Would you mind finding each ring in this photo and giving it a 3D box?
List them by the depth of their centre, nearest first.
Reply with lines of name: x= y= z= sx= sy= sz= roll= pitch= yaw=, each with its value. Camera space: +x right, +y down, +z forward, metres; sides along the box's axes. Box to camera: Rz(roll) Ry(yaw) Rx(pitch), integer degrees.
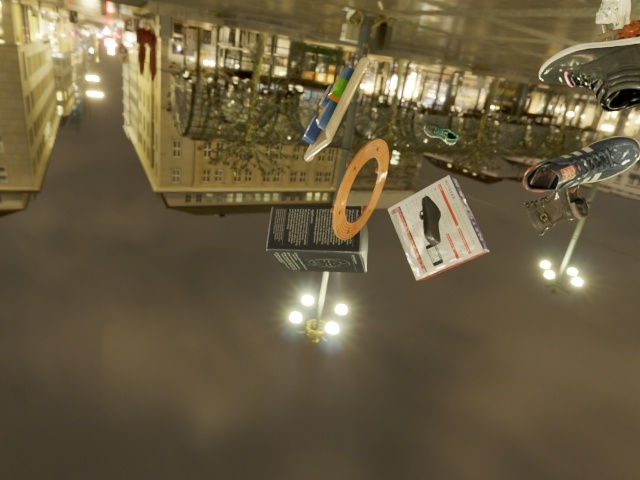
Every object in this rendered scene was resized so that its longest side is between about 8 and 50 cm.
ring: x=0.125 y=-0.161 z=1.360 sx=0.032 sy=0.337 sz=0.336 roll=26 pitch=-153 yaw=23

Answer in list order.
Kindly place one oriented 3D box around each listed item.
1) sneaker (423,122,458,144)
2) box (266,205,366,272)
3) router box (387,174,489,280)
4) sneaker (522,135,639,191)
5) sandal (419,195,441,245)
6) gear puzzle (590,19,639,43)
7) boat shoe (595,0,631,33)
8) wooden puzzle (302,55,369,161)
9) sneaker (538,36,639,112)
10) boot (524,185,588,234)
sneaker: x=0.548 y=-0.486 z=1.927 sx=0.166 sy=0.065 sz=0.076 roll=19 pitch=-177 yaw=-6
box: x=0.000 y=0.000 z=1.877 sx=0.395 sy=0.212 sz=0.293 roll=2 pitch=160 yaw=11
router box: x=0.472 y=-0.045 z=1.752 sx=0.301 sy=0.336 sz=0.082 roll=-29 pitch=162 yaw=33
sneaker: x=0.841 y=-0.234 z=1.405 sx=0.350 sy=0.131 sz=0.148 roll=-22 pitch=179 yaw=44
sandal: x=0.382 y=-0.076 z=1.534 sx=0.097 sy=0.054 sz=0.255 roll=44 pitch=-144 yaw=-19
gear puzzle: x=1.031 y=-0.696 z=1.495 sx=0.338 sy=0.176 sz=0.044 roll=0 pitch=153 yaw=45
boat shoe: x=1.056 y=-0.819 z=1.557 sx=0.096 sy=0.277 sz=0.098 roll=-23 pitch=-157 yaw=15
wooden puzzle: x=0.033 y=-0.472 z=1.559 sx=0.080 sy=0.322 sz=0.348 roll=27 pitch=171 yaw=-11
sneaker: x=0.653 y=-0.382 z=1.023 sx=0.104 sy=0.147 sz=0.295 roll=29 pitch=171 yaw=-37
boot: x=0.907 y=-0.166 z=1.701 sx=0.091 sy=0.263 sz=0.229 roll=-12 pitch=173 yaw=-26
